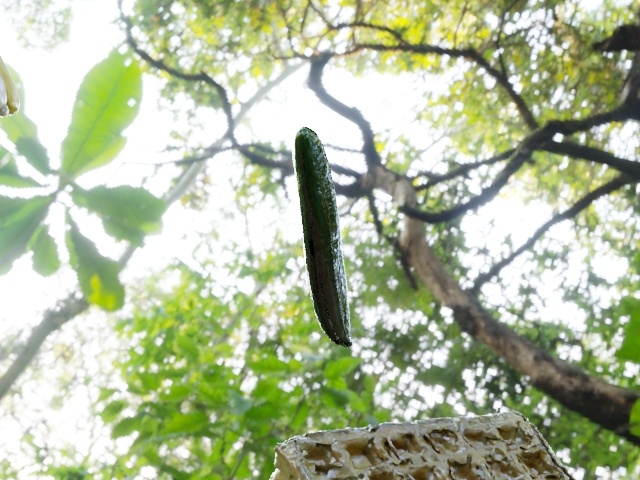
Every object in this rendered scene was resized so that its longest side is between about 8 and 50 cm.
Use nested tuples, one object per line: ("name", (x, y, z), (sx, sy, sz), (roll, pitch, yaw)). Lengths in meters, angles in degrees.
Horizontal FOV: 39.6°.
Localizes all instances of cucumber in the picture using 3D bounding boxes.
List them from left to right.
("cucumber", (0.000, 0.000, 0.715), (0.033, 0.036, 0.184), (-2, -79, 22))

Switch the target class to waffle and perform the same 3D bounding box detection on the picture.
("waffle", (0.119, 0.270, 0.856), (0.308, 0.213, 0.091), (0, -58, -28))

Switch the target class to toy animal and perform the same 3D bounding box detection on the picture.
("toy animal", (-0.390, -0.166, 0.997), (0.082, 0.114, 0.091), (-23, -47, 0))
